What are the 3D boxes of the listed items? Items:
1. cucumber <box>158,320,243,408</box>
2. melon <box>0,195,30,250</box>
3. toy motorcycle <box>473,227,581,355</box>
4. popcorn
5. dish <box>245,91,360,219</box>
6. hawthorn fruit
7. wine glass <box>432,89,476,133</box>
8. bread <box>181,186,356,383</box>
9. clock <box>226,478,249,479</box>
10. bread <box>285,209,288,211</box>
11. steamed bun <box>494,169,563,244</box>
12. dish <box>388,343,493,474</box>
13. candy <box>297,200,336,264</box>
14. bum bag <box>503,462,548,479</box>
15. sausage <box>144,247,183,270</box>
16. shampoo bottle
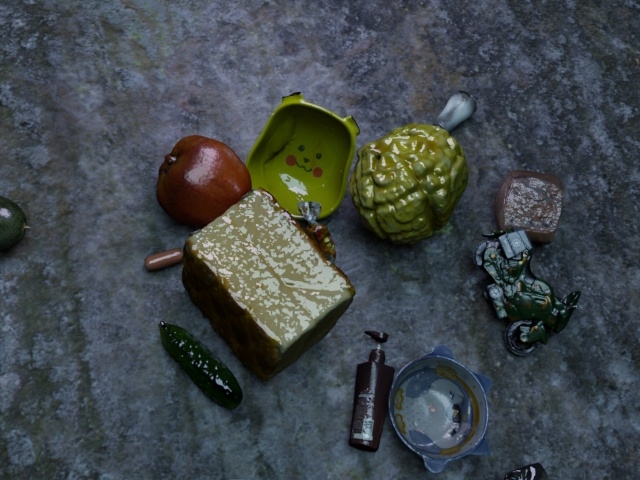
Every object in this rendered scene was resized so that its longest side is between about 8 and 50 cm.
[{"bbox_3d":[-0.236,0.238,1.493,0.227,0.069,0.069,42,66,14],"label":"cucumber"},{"bbox_3d":[-0.654,-0.036,1.508,0.167,0.114,0.114,6,66,-5],"label":"melon"},{"bbox_3d":[0.443,0.094,1.637,0.187,0.125,0.274,-22,85,1],"label":"toy motorcycle"},{"bbox_3d":[0.190,-0.115,1.624,0.224,0.258,0.270,22,103,31],"label":"popcorn"},{"bbox_3d":[-0.032,-0.184,1.650,0.221,0.262,0.108,23,23,-2],"label":"dish"},{"bbox_3d":[-0.226,-0.106,1.597,0.225,0.196,0.196,34,62,-21],"label":"hawthorn fruit"},{"bbox_3d":[0.301,-0.282,1.815,0.072,0.072,0.155,40,66,8],"label":"wine glass"},{"bbox_3d":[-0.111,0.094,1.465,0.207,0.279,0.279,-37,80,-24],"label":"bread"},{"bbox_3d":[-0.152,0.544,1.362,0.230,0.083,0.230,4,64,-8],"label":"clock"},{"bbox_3d":[-0.082,-0.010,1.627,0.072,0.053,0.106,-35,91,-25],"label":"bread"},{"bbox_3d":[0.470,-0.080,1.735,0.145,0.106,0.175,12,67,-5],"label":"steamed bun"},{"bbox_3d":[0.232,0.343,1.516,0.228,0.086,0.236,32,64,3],"label":"dish"},{"bbox_3d":[0.000,0.000,1.625,0.053,0.046,0.182,-22,95,-31],"label":"candy"},{"bbox_3d":[0.442,0.590,1.441,0.144,0.095,0.340,-25,79,-27],"label":"bum bag"},{"bbox_3d":[-0.320,0.039,1.579,0.083,0.034,0.034,-17,71,-16],"label":"sausage"},{"bbox_3d":[0.101,0.295,1.527,0.068,0.067,0.236,19,64,-13],"label":"shampoo bottle"}]
